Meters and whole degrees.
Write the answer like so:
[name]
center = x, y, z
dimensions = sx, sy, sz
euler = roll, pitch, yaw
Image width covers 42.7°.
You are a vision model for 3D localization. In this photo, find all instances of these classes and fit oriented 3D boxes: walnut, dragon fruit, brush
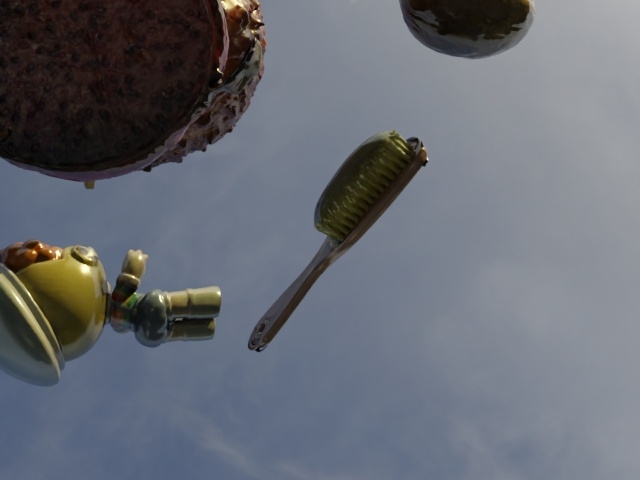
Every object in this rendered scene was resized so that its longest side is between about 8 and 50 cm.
[walnut]
center = 0.172, -0.281, 0.962
dimensions = 0.162, 0.140, 0.140
euler = 1, -93, 2
[dragon fruit]
center = -0.174, -0.147, 0.653
dimensions = 0.224, 0.148, 0.218
euler = -28, -95, -2
[brush]
center = -0.001, -0.001, 0.921
dimensions = 0.067, 0.072, 0.312
euler = 35, -74, -15

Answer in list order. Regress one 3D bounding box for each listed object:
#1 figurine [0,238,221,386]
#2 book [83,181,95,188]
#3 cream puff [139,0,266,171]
[figurine]
center = -0.344, 0.105, 1.266
dimensions = 0.382, 0.205, 0.224
euler = -8, -50, -9
[book]
center = -0.378, -0.216, 1.266
dimensions = 0.022, 0.162, 0.231
euler = -10, -127, -26
[cream puff]
center = -0.205, -0.215, 0.901
dimensions = 0.351, 0.229, 0.350
euler = -8, -112, 19
